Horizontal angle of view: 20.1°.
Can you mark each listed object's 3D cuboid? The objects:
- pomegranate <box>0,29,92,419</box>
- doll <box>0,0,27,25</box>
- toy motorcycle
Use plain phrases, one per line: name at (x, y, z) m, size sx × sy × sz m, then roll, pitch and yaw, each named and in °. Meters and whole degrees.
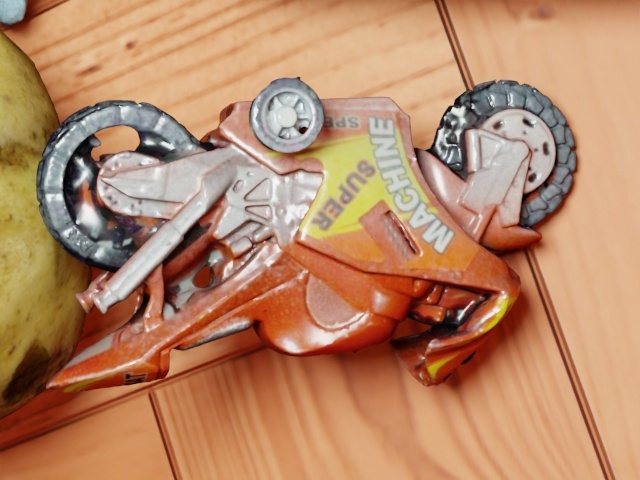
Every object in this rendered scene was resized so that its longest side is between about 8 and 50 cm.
pomegranate at (-0.261, -0.011, 1.018) m, size 0.281 × 0.281 × 0.281 m, roll -1°, pitch 87°, yaw 22°
doll at (-0.249, -0.201, 1.115) m, size 0.179 × 0.075 × 0.120 m, roll 51°, pitch 131°, yaw 25°
toy motorcycle at (0.000, -0.002, 0.955) m, size 0.298 × 0.089 × 0.171 m, roll -4°, pitch 96°, yaw -13°
